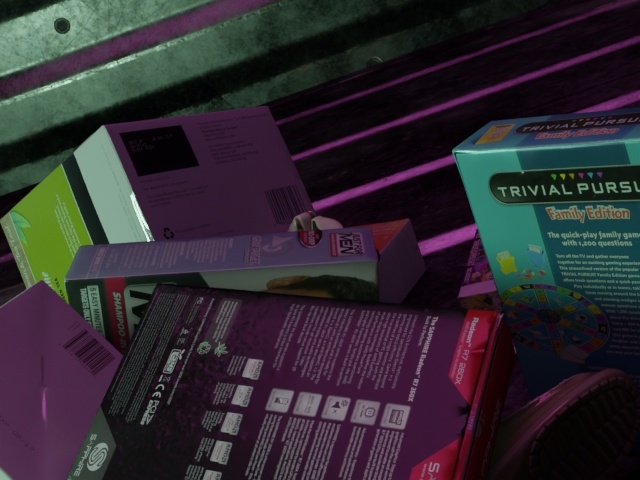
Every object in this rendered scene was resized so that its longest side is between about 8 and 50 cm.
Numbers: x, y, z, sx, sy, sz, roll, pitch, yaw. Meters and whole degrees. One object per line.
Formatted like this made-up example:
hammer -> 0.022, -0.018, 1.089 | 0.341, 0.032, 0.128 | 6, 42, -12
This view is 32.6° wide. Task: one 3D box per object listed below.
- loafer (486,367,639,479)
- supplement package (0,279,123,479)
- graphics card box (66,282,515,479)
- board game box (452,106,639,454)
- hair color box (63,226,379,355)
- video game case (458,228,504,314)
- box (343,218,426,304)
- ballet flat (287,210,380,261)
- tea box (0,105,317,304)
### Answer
loafer -> 0.181, 0.208, 1.007 | 0.268, 0.102, 0.092 | -38, 22, -13
supplement package -> -0.338, 0.225, 1.202 | 0.198, 0.199, 0.263 | -41, -9, -46
graphics card box -> -0.025, 0.166, 1.003 | 0.370, 0.094, 0.233 | 3, 55, 25
board game box -> 0.291, 0.045, 1.027 | 0.253, 0.336, 0.079 | 0, 27, 44
hair color box -> -0.113, 0.099, 1.369 | 0.374, 0.185, 0.113 | -4, 22, -1
video game case -> 0.307, 0.024, 1.512 | 0.210, 0.042, 0.232 | -11, 21, 20
box -> 0.059, 0.050, 1.615 | 0.130, 0.091, 0.170 | -8, 22, 31
ballet flat -> 0.000, 0.000, 1.545 | 0.077, 0.079, 0.221 | -33, 22, -28
tea box -> -0.246, -0.027, 1.668 | 0.329, 0.220, 0.323 | -15, -12, -47
